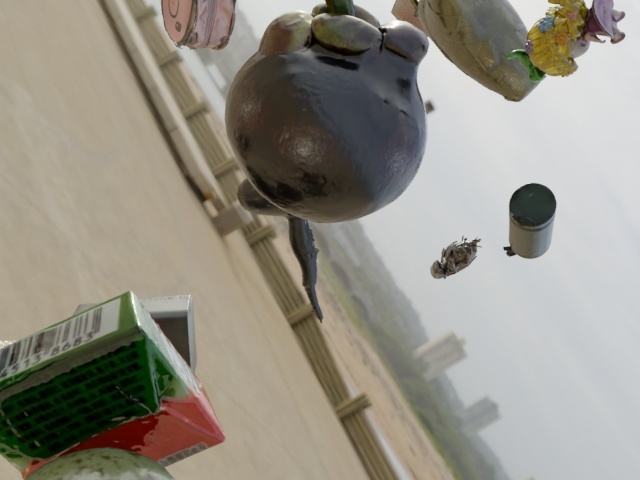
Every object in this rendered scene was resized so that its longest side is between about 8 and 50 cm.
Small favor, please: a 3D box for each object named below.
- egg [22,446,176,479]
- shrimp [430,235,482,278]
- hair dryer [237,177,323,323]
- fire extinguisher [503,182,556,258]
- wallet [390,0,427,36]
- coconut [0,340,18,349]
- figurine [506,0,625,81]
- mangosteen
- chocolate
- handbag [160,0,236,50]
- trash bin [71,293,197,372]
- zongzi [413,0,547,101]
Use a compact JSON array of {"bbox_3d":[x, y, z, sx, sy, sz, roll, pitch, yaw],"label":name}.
[{"bbox_3d":[-0.385,0.541,1.296,0.345,0.428,0.345,22,-35,16],"label":"egg"},{"bbox_3d":[0.252,0.028,1.489,0.165,0.065,0.057,114,-39,-61],"label":"shrimp"},{"bbox_3d":[0.000,0.000,1.676,0.120,0.303,0.360,-49,130,-65],"label":"hair dryer"},{"bbox_3d":[0.451,-0.025,1.773,0.311,0.114,0.095,51,25,-68],"label":"fire extinguisher"},{"bbox_3d":[0.188,-0.455,1.669,0.103,0.020,0.196,54,1,-1],"label":"wallet"},{"bbox_3d":[-0.684,0.308,1.659,0.233,0.245,0.233,15,-73,57],"label":"coconut"},{"bbox_3d":[0.316,-0.280,1.108,0.115,0.095,0.156,27,-26,-26],"label":"figurine"},{"bbox_3d":[0.027,-0.178,1.143,0.297,0.313,0.297,47,10,-11],"label":"mangosteen"},{"bbox_3d":[-0.408,0.294,1.488,0.161,0.360,0.341,-111,176,-50],"label":"chocolate"},{"bbox_3d":[-0.259,-0.500,1.715,0.179,0.116,0.205,47,-45,40],"label":"handbag"},{"bbox_3d":[-0.386,0.207,1.702,0.122,0.240,0.164,-105,-166,-73],"label":"trash bin"},{"bbox_3d":[0.282,-0.354,1.393,0.274,0.145,0.300,44,13,-4],"label":"zongzi"}]
